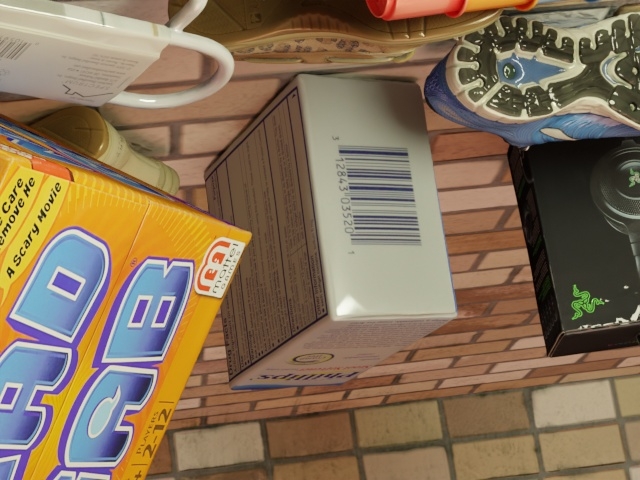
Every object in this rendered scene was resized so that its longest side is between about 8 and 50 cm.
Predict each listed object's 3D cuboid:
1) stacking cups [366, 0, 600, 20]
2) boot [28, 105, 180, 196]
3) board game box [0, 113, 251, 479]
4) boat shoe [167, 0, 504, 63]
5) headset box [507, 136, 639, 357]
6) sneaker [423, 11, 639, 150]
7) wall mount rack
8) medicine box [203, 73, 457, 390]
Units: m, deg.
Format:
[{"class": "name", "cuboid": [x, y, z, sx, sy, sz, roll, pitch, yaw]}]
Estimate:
[{"class": "stacking cups", "cuboid": [0.187, -0.235, 1.157, 0.316, 0.096, 0.096, -8, 163, -18]}, {"class": "boot", "cuboid": [-0.301, -0.046, 1.564, 0.262, 0.095, 0.203, -24, 160, 14]}, {"class": "board game box", "cuboid": [-0.343, 0.063, 1.189, 0.356, 0.356, 0.356, 25, -177, 26]}, {"class": "boat shoe", "cuboid": [0.017, -0.203, 1.237, 0.285, 0.105, 0.089, -1, 168, 10]}, {"class": "headset box", "cuboid": [0.367, -0.008, 1.684, 0.246, 0.283, 0.131, -7, 163, -1]}, {"class": "sneaker", "cuboid": [0.253, -0.161, 1.468, 0.330, 0.130, 0.147, 3, 174, -23]}, {"class": "wall mount rack", "cuboid": [-0.256, -0.175, 1.153, 0.350, 0.131, 0.304, 7, 154, -38]}, {"class": "medicine box", "cuboid": [0.000, 0.000, 1.570, 0.149, 0.264, 0.289, 1, 160, -25]}]
